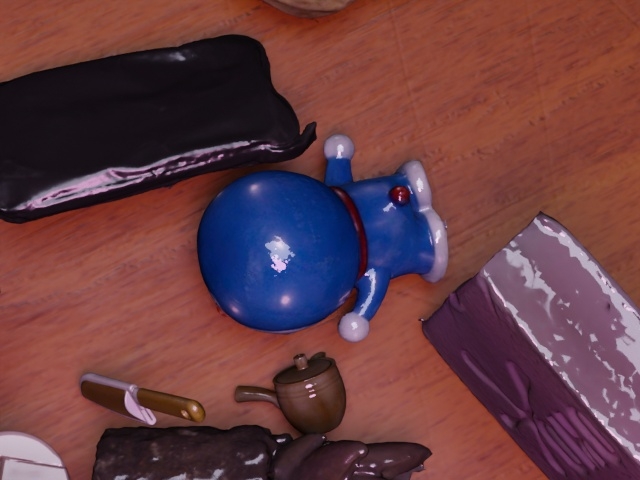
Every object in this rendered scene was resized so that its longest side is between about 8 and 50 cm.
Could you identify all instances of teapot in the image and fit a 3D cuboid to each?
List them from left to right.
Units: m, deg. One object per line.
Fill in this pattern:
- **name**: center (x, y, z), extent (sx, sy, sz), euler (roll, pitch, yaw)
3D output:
- **teapot**: center (-0.028, 0.152, 1.730), extent (0.110, 0.085, 0.080), euler (-14, 103, 18)

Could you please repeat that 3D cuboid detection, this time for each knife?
- **knife**: center (-0.171, 0.152, 1.609), extent (0.022, 0.256, 0.046), euler (-42, 113, -24)

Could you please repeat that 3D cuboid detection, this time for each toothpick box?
- **toothpick box**: center (-0.284, 0.238, 1.602), extent (0.111, 0.181, 0.111), euler (2, 77, -7)

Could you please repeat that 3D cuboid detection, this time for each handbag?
- **handbag**: center (-0.181, -0.114, 1.722), extent (0.332, 0.075, 0.191), euler (-13, 44, -11)

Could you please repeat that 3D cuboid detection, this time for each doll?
- **doll**: center (0.000, 0.000, 1.724), extent (0.257, 0.161, 0.215), euler (-8, 64, -26)

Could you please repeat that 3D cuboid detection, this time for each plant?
- **plant**: center (-0.055, 0.265, 1.634), extent (0.320, 0.194, 0.181), euler (7, 77, 1)

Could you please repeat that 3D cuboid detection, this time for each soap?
- **soap**: center (0.240, 0.129, 1.642), extent (0.107, 0.296, 0.285), euler (-39, 83, -14)

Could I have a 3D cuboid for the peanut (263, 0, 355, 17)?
- **peanut**: center (0.029, -0.298, 1.803), extent (0.256, 0.123, 0.123), euler (-10, 79, -13)
